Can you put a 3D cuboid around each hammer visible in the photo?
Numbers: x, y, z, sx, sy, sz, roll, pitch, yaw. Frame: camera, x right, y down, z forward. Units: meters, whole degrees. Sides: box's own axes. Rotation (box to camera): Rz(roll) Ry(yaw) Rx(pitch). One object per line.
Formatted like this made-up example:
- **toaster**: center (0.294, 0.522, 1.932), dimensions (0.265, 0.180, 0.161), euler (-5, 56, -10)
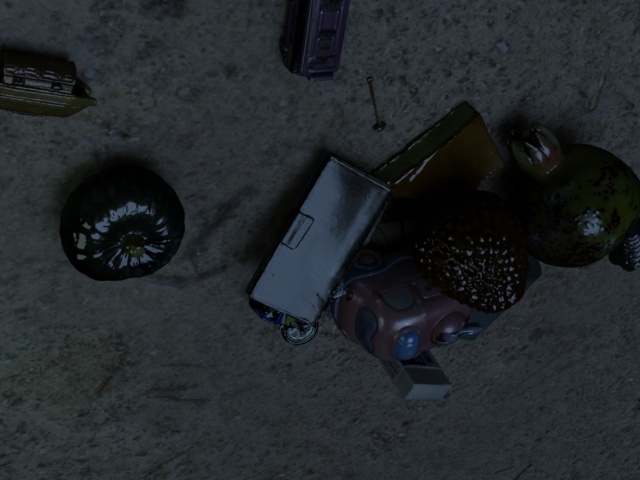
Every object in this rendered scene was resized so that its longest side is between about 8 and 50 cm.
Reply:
- **hammer**: center (0.102, -0.253, 1.661), dimensions (0.029, 0.014, 0.123), euler (-32, 135, -15)

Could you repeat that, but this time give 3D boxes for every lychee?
- **lychee**: center (0.300, 0.019, 1.768), dimensions (0.236, 0.271, 0.236), euler (-31, 165, -9)

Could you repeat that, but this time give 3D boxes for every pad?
- **pad**: center (0.189, 0.021, 1.962), dimensions (0.220, 0.004, 0.330), euler (2, 126, -33)

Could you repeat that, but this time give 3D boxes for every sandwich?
- **sandwich**: center (0.252, -0.133, 1.819), dimensions (0.245, 0.063, 0.212), euler (-37, 137, 3)

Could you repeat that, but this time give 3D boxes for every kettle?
- **kettle**: center (0.388, 0.107, 2.082), dimensions (0.211, 0.160, 0.243), euler (-25, 153, -53)

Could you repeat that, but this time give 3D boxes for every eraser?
- **eraser**: center (0.197, 0.271, 2.041), dimensions (0.125, 0.210, 0.068), euler (10, 123, -37)

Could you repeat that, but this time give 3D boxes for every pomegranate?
- **pomegranate**: center (0.498, -0.108, 1.869), dimensions (0.285, 0.285, 0.340), euler (-40, 113, 6)

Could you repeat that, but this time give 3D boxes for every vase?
- **vase**: center (0.752, -0.041, 2.183), dimensions (0.115, 0.115, 0.237), euler (-30, 132, -4)

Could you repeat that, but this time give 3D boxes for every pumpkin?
- **pumpkin**: center (-0.331, -0.023, 1.500), dimensions (0.212, 0.152, 0.211), euler (-7, 122, -11)

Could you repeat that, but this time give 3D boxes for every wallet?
- **wallet**: center (0.000, 0.000, 1.707), dimensions (0.169, 0.044, 0.317), euler (27, 96, -26)

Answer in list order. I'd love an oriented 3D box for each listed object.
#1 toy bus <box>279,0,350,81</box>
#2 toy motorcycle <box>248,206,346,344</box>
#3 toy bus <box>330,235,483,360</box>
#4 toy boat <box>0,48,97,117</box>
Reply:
- **toy bus**: center (-0.008, -0.349, 1.444), dimensions (0.087, 0.098, 0.178), euler (-10, 133, -24)
- **toy motorcycle**: center (-0.047, 0.077, 1.798), dimensions (0.169, 0.113, 0.315), euler (6, 115, -24)
- **toy bus**: center (0.184, 0.143, 1.895), dimensions (0.294, 0.231, 0.197), euler (-13, 133, -22)
- **toy boat**: center (-0.443, -0.235, 1.312), dimensions (0.226, 0.068, 0.088), euler (6, 119, -31)
